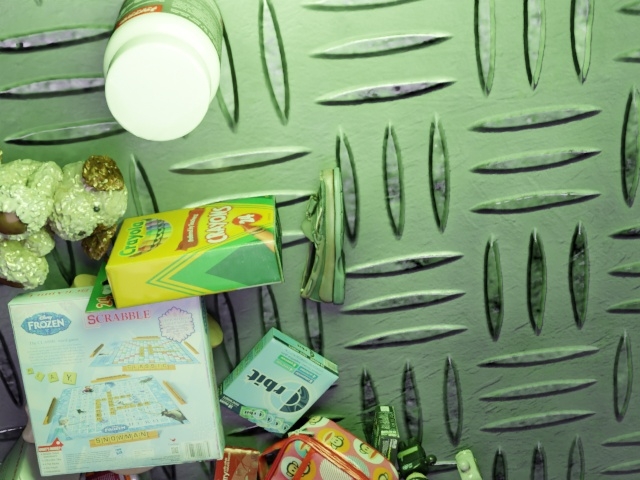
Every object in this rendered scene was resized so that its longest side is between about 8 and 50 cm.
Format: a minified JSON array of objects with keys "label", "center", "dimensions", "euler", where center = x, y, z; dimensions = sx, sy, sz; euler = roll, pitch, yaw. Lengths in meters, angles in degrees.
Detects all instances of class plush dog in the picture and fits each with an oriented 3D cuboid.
[{"label":"plush dog","center":[-0.425,-0.061,1.545],"dimensions":[0.225,0.211,0.262],"euler":[-3,150,-19]}]

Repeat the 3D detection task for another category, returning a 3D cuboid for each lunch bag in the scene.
[{"label":"lunch bag","center":[-0.011,0.489,1.871],"dimensions":[0.258,0.120,0.293],"euler":[34,122,14]}]

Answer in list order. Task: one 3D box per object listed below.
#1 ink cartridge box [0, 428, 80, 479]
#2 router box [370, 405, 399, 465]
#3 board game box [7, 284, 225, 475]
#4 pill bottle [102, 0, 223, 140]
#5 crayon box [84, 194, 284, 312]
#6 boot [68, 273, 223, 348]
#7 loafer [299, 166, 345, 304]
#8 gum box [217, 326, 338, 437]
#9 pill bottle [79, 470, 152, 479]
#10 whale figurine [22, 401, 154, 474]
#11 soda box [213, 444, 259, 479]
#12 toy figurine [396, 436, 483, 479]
[{"label":"ink cartridge box","center":[-0.567,0.499,1.818],"dimensions":[0.117,0.201,0.278],"euler":[29,113,-20]},{"label":"router box","center":[0.125,0.401,1.878],"dimensions":[0.038,0.092,0.122],"euler":[2,119,-5]},{"label":"board game box","center":[-0.339,0.231,1.626],"dimensions":[0.318,0.066,0.318],"euler":[-5,105,1]},{"label":"pill bottle","center":[-0.221,-0.261,1.358],"dimensions":[0.161,0.283,0.161],"euler":[-2,120,-4]},{"label":"crayon box","center":[-0.223,0.019,1.564],"dimensions":[0.318,0.202,0.081],"euler":[-10,114,1]},{"label":"boot","center":[-0.344,0.186,1.725],"dimensions":[0.295,0.104,0.211],"euler":[21,123,-13]},{"label":"loafer","center":[0.000,0.000,1.640],"dimensions":[0.084,0.096,0.268],"euler":[-1,122,3]},{"label":"gum box","center":[-0.084,0.272,1.817],"dimensions":[0.157,0.041,0.184],"euler":[33,112,-21]},{"label":"pill bottle","center":[-0.417,0.478,1.885],"dimensions":[0.152,0.086,0.086],"euler":[-21,119,7]},{"label":"whale figurine","center":[-0.404,0.329,1.766],"dimensions":[0.272,0.141,0.216],"euler":[8,124,-9]},{"label":"soda box","center":[-0.176,0.532,1.850],"dimensions":[0.083,0.092,0.263],"euler":[7,79,-5]},{"label":"toy figurine","center":[0.226,0.524,1.925],"dimensions":[0.209,0.148,0.213],"euler":[15,117,-13]}]
